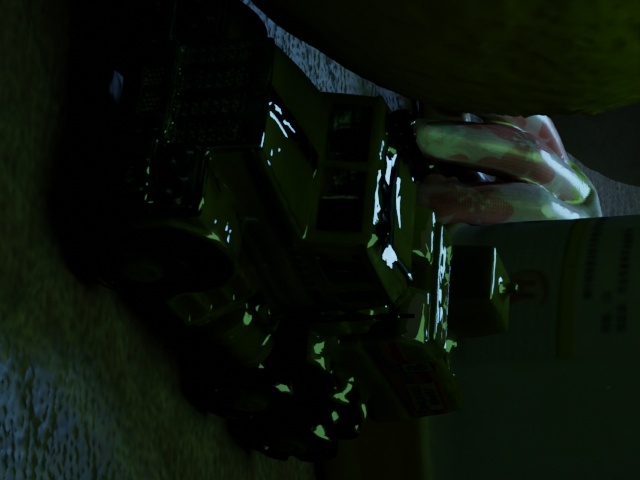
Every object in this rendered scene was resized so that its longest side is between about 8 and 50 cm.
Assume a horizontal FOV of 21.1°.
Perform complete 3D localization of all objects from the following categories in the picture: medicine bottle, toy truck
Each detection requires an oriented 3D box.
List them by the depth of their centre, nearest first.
[{"bbox_3d":[-0.005,-0.001,0.742,0.257,0.127,0.127,51,40,-55],"label":"toy truck"},{"bbox_3d":[0.142,0.103,0.987,0.238,0.232,0.238,-5,90,-73],"label":"medicine bottle"}]

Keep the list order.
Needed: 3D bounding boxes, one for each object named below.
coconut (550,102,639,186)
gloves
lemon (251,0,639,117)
[{"bbox_3d":[0.313,-0.198,1.486,0.329,0.329,0.329,-4,90,-72],"label":"coconut"},{"bbox_3d":[0.129,-0.020,1.147,0.241,0.126,0.145,80,12,-45],"label":"gloves"},{"bbox_3d":[0.090,-0.213,0.737,0.364,0.364,0.364,-4,90,-72],"label":"lemon"}]
